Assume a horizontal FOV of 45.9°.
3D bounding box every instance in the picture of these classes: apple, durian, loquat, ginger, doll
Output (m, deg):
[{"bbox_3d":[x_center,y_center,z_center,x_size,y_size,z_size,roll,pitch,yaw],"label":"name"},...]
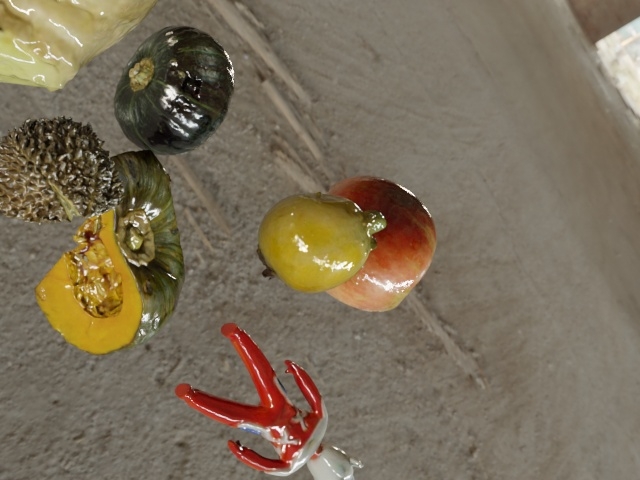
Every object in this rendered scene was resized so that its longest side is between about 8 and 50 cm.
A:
[{"bbox_3d":[0.100,-0.025,1.425,0.251,0.163,0.293,32,36,0],"label":"apple"},{"bbox_3d":[-0.292,-0.090,0.814,0.189,0.091,0.148,27,33,34],"label":"durian"},{"bbox_3d":[0.000,0.000,1.114,0.172,0.205,0.149,14,63,-76],"label":"loquat"},{"bbox_3d":[-0.186,-0.208,0.556,0.138,0.267,0.152,30,30,-13],"label":"ginger"},{"bbox_3d":[-0.064,0.313,1.299,0.384,0.099,0.188,46,68,-20],"label":"doll"}]

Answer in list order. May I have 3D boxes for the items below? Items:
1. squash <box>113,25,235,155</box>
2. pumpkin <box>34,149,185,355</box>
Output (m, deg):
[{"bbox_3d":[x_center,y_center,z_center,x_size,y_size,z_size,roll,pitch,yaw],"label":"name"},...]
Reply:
[{"bbox_3d":[-0.214,-0.219,1.113,0.156,0.193,0.193,-7,69,-49],"label":"squash"},{"bbox_3d":[-0.307,0.016,1.076,0.139,0.190,0.280,-36,121,-62],"label":"pumpkin"}]
